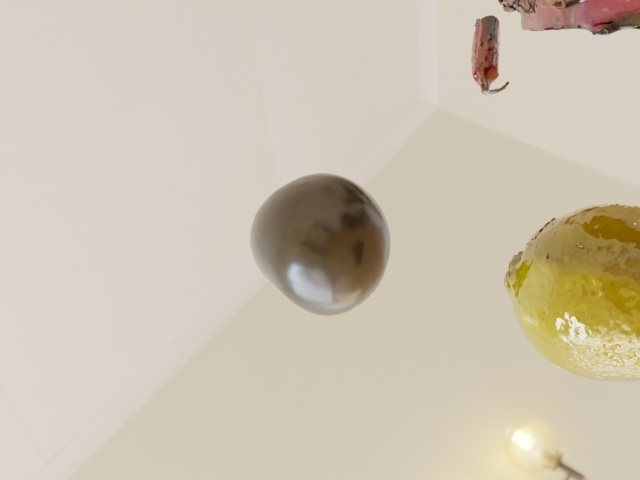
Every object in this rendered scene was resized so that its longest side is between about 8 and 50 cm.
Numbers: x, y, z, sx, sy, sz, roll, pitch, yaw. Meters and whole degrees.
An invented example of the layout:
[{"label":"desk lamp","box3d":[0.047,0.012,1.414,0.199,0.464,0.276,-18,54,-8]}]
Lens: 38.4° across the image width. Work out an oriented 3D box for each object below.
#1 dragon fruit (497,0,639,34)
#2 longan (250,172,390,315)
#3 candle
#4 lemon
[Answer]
[{"label":"dragon fruit","box3d":[0.339,-0.364,0.953,0.296,0.314,0.262,-14,-74,-18]},{"label":"longan","box3d":[0.000,0.000,1.323,0.197,0.220,0.196,-19,-55,-30]},{"label":"candle","box3d":[0.237,-0.254,1.295,0.053,0.048,0.162,-48,23,45]},{"label":"lemon","box3d":[0.332,0.059,1.041,0.204,0.260,0.204,-18,-69,-56]}]
